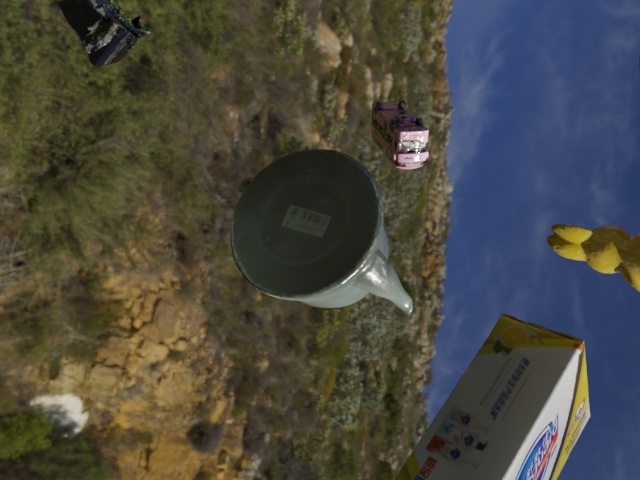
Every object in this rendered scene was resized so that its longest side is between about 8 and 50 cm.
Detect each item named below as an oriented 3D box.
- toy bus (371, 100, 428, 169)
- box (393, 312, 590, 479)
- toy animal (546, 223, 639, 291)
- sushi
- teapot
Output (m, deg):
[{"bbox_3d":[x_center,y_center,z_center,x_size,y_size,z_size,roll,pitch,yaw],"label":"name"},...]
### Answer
[{"bbox_3d":[0.143,-0.201,1.157,0.203,0.063,0.090,-111,-161,-62],"label":"toy bus"},{"bbox_3d":[0.188,0.233,0.675,0.097,0.168,0.265,19,-124,39],"label":"box"},{"bbox_3d":[0.338,0.010,0.696,0.070,0.159,0.083,11,97,-68],"label":"toy animal"},{"bbox_3d":[-0.250,-0.251,0.712,0.056,0.083,0.085,-42,-174,22],"label":"sushi"},{"bbox_3d":[0.000,0.000,0.685,0.239,0.149,0.162,33,-96,29],"label":"teapot"}]
